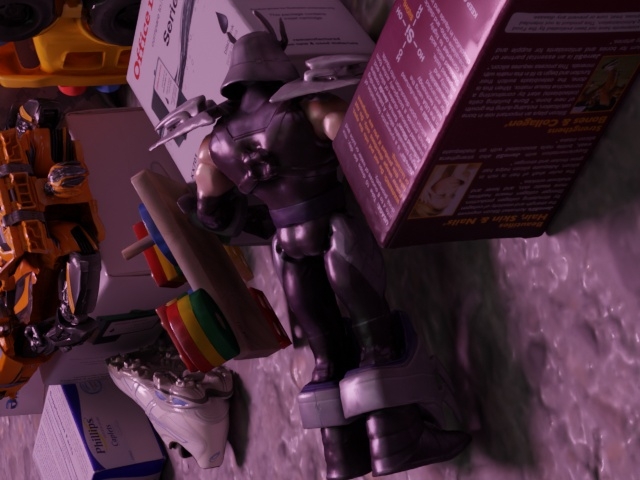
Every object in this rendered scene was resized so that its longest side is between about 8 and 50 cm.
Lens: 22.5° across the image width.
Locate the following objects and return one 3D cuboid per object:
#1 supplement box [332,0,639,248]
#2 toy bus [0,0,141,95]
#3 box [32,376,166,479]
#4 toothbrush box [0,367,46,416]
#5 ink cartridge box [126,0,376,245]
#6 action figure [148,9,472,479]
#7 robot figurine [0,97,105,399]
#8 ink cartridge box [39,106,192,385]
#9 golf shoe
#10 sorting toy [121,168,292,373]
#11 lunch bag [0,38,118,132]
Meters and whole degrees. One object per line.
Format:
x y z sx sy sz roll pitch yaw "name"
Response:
0.091 -0.087 0.810 0.081 0.104 0.188 65 147 34 "supplement box"
-0.210 -0.188 1.272 0.211 0.220 0.149 115 145 -54 "toy bus"
-0.205 0.199 1.470 0.126 0.072 0.137 61 145 36 "box"
-0.444 0.080 1.653 0.216 0.295 0.126 -121 36 -53 "toothbrush box"
-0.052 -0.118 1.103 0.208 0.087 0.153 56 141 44 "ink cartridge box"
0.000 0.000 0.961 0.185 0.099 0.285 -14 96 46 "action figure"
-0.254 0.015 1.316 0.291 0.085 0.211 -50 52 53 "robot figurine"
-0.188 0.007 1.383 0.219 0.092 0.160 -53 49 53 "ink cartridge box"
-0.128 0.136 1.321 0.176 0.069 0.086 21 118 62 "golf shoe"
-0.085 0.026 1.059 0.132 0.046 0.274 60 -175 6 "sorting toy"
-0.337 -0.211 1.441 0.287 0.169 0.235 56 172 -36 "lunch bag"
